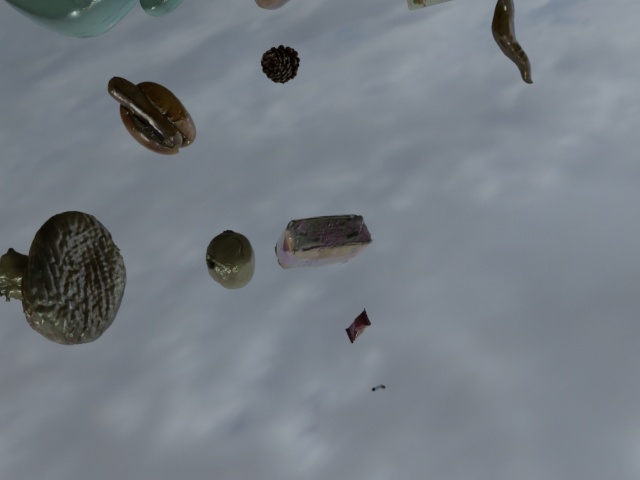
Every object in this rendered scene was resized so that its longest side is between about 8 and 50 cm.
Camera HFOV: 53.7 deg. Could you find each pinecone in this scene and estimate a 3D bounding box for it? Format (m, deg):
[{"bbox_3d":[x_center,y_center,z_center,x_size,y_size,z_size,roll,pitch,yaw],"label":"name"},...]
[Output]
[{"bbox_3d":[-0.102,-0.450,1.617,0.102,0.102,0.109,-13,-166,17],"label":"pinecone"}]

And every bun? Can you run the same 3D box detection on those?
[{"bbox_3d":[-0.279,0.059,1.883,0.114,0.166,0.173,-8,-141,-41],"label":"bun"}]

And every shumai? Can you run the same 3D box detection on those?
[{"bbox_3d":[-0.418,0.064,1.016,0.153,0.209,0.161,-12,176,34],"label":"shumai"}]

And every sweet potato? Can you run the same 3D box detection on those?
[{"bbox_3d":[0.469,-0.502,1.576,0.069,0.249,0.059,-16,-162,21],"label":"sweet potato"}]

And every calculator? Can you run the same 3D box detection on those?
[{"bbox_3d":[-0.206,-0.271,0.551,0.295,0.042,0.184,32,-90,31],"label":"calculator"}]

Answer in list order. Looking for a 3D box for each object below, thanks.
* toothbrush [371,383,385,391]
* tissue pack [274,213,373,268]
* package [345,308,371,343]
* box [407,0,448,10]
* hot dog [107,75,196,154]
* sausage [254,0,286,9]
[{"bbox_3d":[0.137,0.347,1.484,0.014,0.167,0.011,23,-95,16],"label":"toothbrush"},{"bbox_3d":[0.000,0.000,1.667,0.215,0.122,0.256,-8,169,-12],"label":"tissue pack"},{"bbox_3d":[0.099,0.223,1.639,0.083,0.029,0.059,-49,-144,21],"label":"package"},{"bbox_3d":[0.191,-0.430,0.970,0.032,0.122,0.220,-24,-160,-18],"label":"box"},{"bbox_3d":[-0.250,-0.189,0.937,0.090,0.140,0.060,-38,180,-7],"label":"hot dog"},{"bbox_3d":[-0.116,-0.664,1.651,0.112,0.112,0.328,-31,-167,-11],"label":"sausage"}]
